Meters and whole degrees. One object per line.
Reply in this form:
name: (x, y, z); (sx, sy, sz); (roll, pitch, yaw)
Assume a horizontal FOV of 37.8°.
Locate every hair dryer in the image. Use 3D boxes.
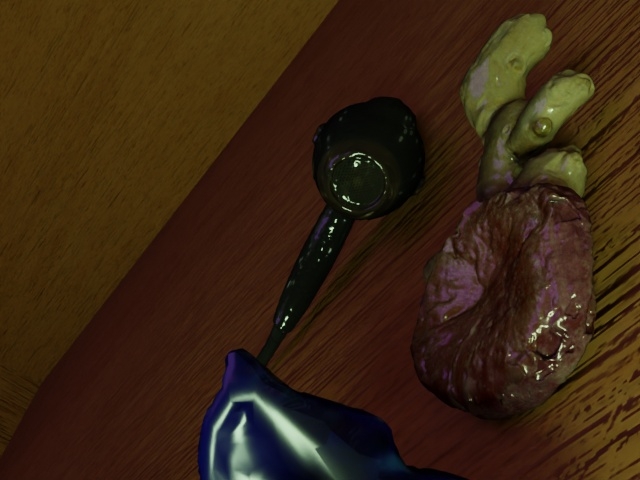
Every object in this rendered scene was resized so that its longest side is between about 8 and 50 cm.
hair dryer: (0.000, 0.000, 1.017); (0.359, 0.120, 0.303); (-61, 3, 18)

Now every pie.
pie: (0.109, 0.035, 0.572); (0.153, 0.038, 0.153); (-37, 43, 44)

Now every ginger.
ginger: (0.151, -0.080, 0.698); (0.149, 0.065, 0.258); (-25, 40, 55)

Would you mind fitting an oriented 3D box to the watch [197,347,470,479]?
watch: (0.023, 0.167, 0.337); (0.200, 0.196, 0.171); (-137, 71, -83)
